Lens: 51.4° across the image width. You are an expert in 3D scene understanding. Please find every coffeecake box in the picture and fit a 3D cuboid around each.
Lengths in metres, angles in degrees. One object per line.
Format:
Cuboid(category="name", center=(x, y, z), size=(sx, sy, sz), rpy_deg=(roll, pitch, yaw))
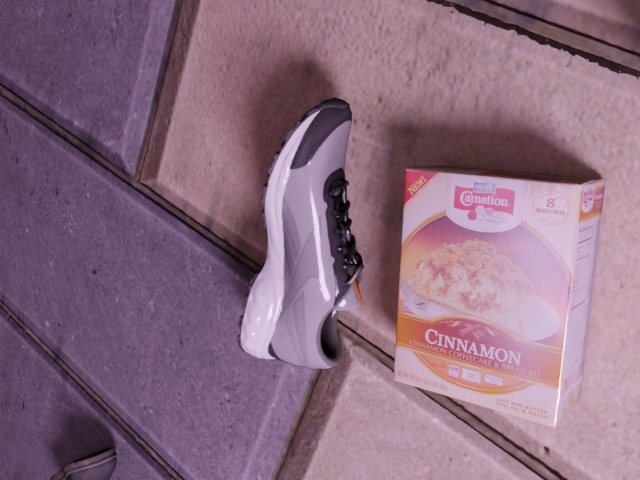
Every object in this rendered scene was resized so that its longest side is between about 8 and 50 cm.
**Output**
Cuboid(category="coffeecake box", center=(0.141, 0.036, 0.544), size=(0.142, 0.068, 0.185), rpy_deg=(10, 103, 36))

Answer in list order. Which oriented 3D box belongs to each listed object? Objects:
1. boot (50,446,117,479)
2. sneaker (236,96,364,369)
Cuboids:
Cuboid(category="boot", center=(-0.300, 0.407, 0.928), size=(0.190, 0.076, 0.208), rpy_deg=(-43, 65, 48))
Cuboid(category="sneaker", center=(0.000, 0.000, 0.634), size=(0.108, 0.100, 0.271), rpy_deg=(18, 112, 18))
